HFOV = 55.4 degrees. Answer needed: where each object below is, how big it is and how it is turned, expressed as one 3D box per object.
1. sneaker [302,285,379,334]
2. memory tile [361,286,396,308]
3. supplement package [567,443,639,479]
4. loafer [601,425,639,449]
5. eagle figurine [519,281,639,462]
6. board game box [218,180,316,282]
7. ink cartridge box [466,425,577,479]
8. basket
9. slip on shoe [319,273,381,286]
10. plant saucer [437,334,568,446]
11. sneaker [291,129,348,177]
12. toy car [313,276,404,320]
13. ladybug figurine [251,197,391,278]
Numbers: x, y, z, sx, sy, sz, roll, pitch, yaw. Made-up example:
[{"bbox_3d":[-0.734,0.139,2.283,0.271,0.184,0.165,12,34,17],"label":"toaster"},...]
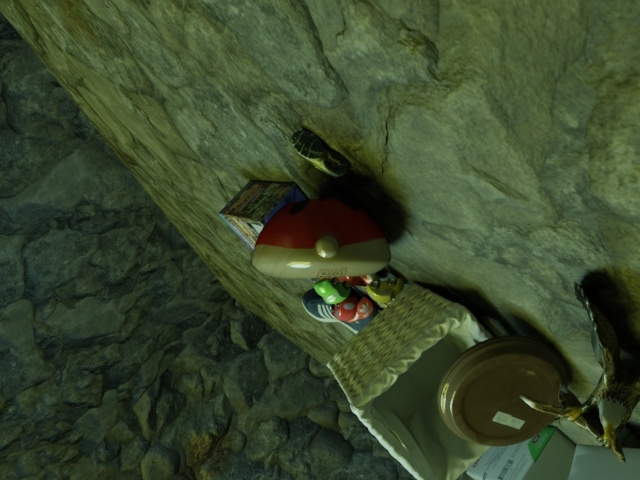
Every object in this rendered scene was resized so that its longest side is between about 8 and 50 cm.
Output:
[{"bbox_3d":[0.050,0.186,1.938,0.350,0.131,0.148,13,141,48],"label":"sneaker"},{"bbox_3d":[0.184,0.174,1.770,0.148,0.012,0.113,17,151,54],"label":"memory tile"},{"bbox_3d":[0.649,0.522,1.169,0.292,0.178,0.175,-15,125,48],"label":"supplement package"},{"bbox_3d":[0.659,0.488,1.348,0.087,0.094,0.251,37,164,29],"label":"loafer"},{"bbox_3d":[0.484,0.218,0.969,0.226,0.225,0.299,3,127,-4],"label":"eagle figurine"},{"bbox_3d":[-0.111,-0.032,1.682,0.232,0.141,0.291,49,162,-26],"label":"board game box"},{"bbox_3d":[0.568,0.629,1.720,0.121,0.211,0.289,40,165,-2],"label":"ink cartridge box"},{"bbox_3d":[0.246,0.323,1.420,0.328,0.331,0.266,48,178,-21],"label":"basket"},{"bbox_3d":[0.048,0.085,1.697,0.331,0.101,0.123,19,151,50],"label":"slip on shoe"},{"bbox_3d":[0.382,0.323,1.262,0.278,0.277,0.041,48,-168,-21],"label":"plant saucer"},{"bbox_3d":[-0.006,-0.170,1.249,0.135,0.052,0.058,40,168,7],"label":"sneaker"},{"bbox_3d":[0.070,0.142,1.523,0.239,0.053,0.225,-29,149,32],"label":"toy car"},{"bbox_3d":[0.000,0.000,1.342,0.304,0.162,0.449,-2,177,-8],"label":"ladybug figurine"}]
